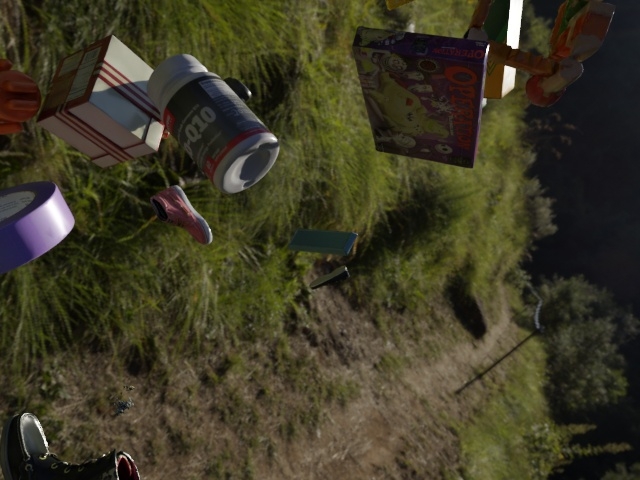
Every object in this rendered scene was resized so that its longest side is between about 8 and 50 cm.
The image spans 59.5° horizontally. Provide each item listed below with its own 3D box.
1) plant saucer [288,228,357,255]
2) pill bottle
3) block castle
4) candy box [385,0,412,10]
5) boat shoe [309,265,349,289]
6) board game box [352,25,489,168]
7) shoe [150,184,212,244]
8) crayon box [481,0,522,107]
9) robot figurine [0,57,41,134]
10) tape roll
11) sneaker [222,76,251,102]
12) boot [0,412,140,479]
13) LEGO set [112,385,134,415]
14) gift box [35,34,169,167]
[{"bbox_3d":[0.000,0.000,1.398,0.192,0.067,0.018,4,-36,40],"label":"plant saucer"},{"bbox_3d":[-0.233,-0.249,1.183,0.283,0.161,0.161,48,15,16],"label":"pill bottle"},{"bbox_3d":[0.493,-0.567,1.297,0.303,0.453,0.213,18,-1,1],"label":"block castle"},{"bbox_3d":[0.179,-0.661,1.315,0.027,0.105,0.205,-90,159,-59],"label":"candy box"},{"bbox_3d":[0.029,0.127,1.778,0.049,0.133,0.042,-112,176,-68],"label":"boat shoe"},{"bbox_3d":[0.183,-0.241,1.005,0.208,0.056,0.347,9,-17,16],"label":"board game box"},{"bbox_3d":[-0.355,-0.052,1.424,0.081,0.063,0.178,-36,93,-44],"label":"shoe"},{"bbox_3d":[0.486,-0.516,1.539,0.083,0.322,0.203,10,26,24],"label":"crayon box"},{"bbox_3d":[-0.790,-0.357,1.397,0.220,0.128,0.158,11,-37,35],"label":"robot figurine"},{"bbox_3d":[-0.679,-0.025,1.193,0.274,0.275,0.090,-106,180,-61],"label":"tape roll"},{"bbox_3d":[-0.302,-0.393,1.561,0.101,0.106,0.267,40,-15,-35],"label":"sneaker"},{"bbox_3d":[-0.383,0.352,0.867,0.236,0.179,0.085,63,5,22],"label":"boot"},{"bbox_3d":[-0.479,0.396,1.368,0.054,0.083,0.023,-5,23,-40],"label":"LEGO set"},{"bbox_3d":[-0.544,-0.372,1.504,0.258,0.255,0.276,40,54,-48],"label":"gift box"}]
